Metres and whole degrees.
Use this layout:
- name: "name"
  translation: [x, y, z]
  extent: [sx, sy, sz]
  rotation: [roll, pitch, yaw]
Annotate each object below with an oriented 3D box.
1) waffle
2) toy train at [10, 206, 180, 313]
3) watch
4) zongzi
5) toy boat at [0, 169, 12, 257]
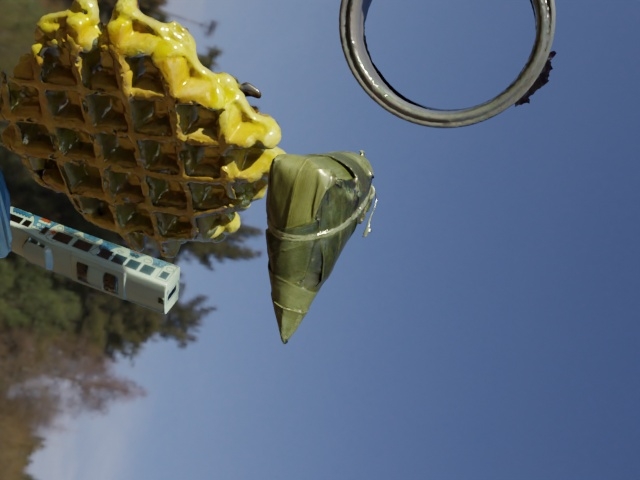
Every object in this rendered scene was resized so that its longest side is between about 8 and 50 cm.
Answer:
- name: "waffle"
  translation: [-0.250, -0.135, 1.407]
  extent: [0.379, 0.382, 0.095]
  rotation: [-39, -158, 43]
- name: "toy train"
  translation: [-0.239, 0.016, 1.043]
  extent: [0.047, 0.207, 0.043]
  rotation: [-57, 162, -46]
- name: "watch"
  translation: [0.193, -0.319, 1.406]
  extent: [0.314, 0.335, 0.327]
  rotation: [-46, 121, -77]
- name: "zongzi"
  translation: [0.000, 0.000, 0.696]
  extent: [0.109, 0.055, 0.119]
  rotation: [-18, 115, -65]
- name: "toy boat"
  translation: [-0.271, -0.044, 0.701]
  extent: [0.215, 0.088, 0.102]
  rotation: [85, 4, -49]
